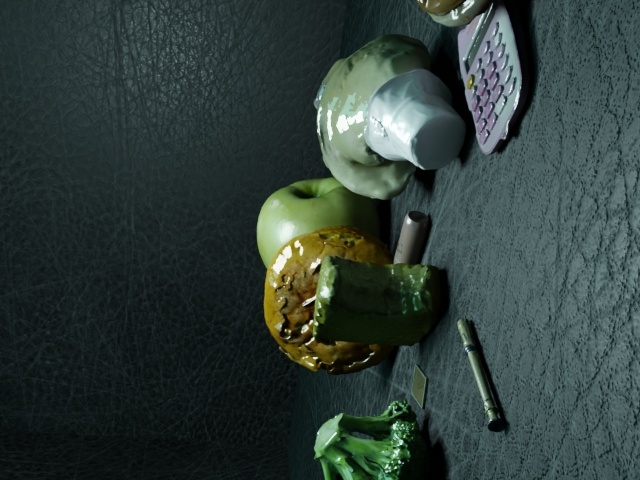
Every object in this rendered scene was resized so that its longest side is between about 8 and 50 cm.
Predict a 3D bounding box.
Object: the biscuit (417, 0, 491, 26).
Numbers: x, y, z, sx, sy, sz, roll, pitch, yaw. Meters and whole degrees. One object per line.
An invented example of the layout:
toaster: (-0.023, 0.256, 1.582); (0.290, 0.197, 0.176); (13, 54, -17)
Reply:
biscuit: (0.243, -0.492, 1.085); (0.332, 0.103, 0.331); (-164, 90, -75)

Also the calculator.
calculator: (0.278, -0.278, 1.133); (0.194, 0.043, 0.294); (107, 163, -57)

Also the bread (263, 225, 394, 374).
bread: (0.041, 0.140, 1.726); (0.204, 0.337, 0.358); (-47, -34, -66)

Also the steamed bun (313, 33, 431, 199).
steamed bun: (0.106, -0.269, 1.538); (0.352, 0.248, 0.339); (-74, -10, -58)

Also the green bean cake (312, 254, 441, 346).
green bean cake: (0.107, 0.117, 1.411); (0.233, 0.236, 0.124); (103, 171, -59)

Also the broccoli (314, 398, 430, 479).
broccoli: (0.100, 0.438, 1.335); (0.269, 0.242, 0.261); (-46, 7, 32)

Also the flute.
flute: (0.243, 0.199, 1.092); (0.233, 0.027, 0.027); (-95, 12, -57)

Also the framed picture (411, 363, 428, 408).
framed picture: (0.202, 0.296, 1.442); (0.089, 0.007, 0.066); (-129, 45, -80)

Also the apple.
apple: (0.000, 0.000, 1.971); (0.357, 0.358, 0.357); (-175, 90, -83)

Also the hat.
hat: (0.194, -0.208, 1.321); (0.126, 0.203, 0.203); (51, 140, 47)

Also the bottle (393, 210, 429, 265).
bottle: (0.196, 0.004, 1.531); (0.053, 0.053, 0.140); (-93, 10, -52)
